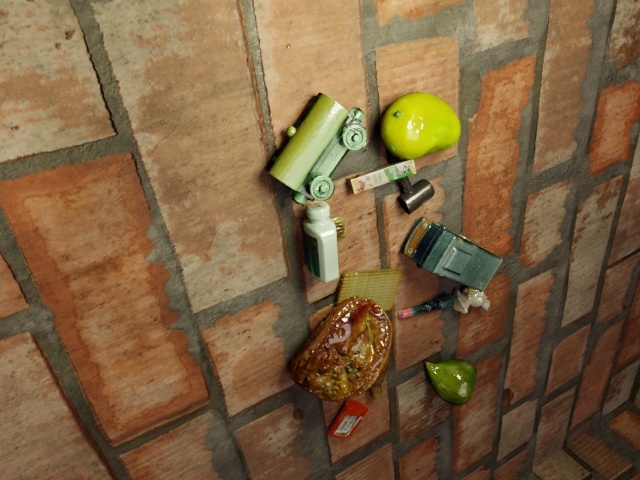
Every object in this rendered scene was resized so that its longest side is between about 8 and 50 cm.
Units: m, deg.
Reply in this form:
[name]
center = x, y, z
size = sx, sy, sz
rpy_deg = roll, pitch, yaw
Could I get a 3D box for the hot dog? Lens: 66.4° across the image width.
[hot dog]
center = 0.073, 0.364, 1.605
size = 0.267, 0.174, 0.387
rpy_deg = 35, 101, -20

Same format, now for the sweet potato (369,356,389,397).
[sweet potato]
center = 0.206, 0.446, 1.812
size = 0.109, 0.109, 0.385
rpy_deg = -28, 131, -17

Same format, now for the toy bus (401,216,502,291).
[toy bus]
center = 0.458, 0.052, 1.697
size = 0.323, 0.194, 0.161
rpy_deg = 20, 104, -38

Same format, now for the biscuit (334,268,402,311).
[biscuit]
center = 0.161, 0.178, 1.685
size = 0.255, 0.029, 0.172
rpy_deg = -2, 116, -32

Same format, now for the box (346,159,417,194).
[box]
center = 0.184, -0.195, 1.463
size = 0.207, 0.041, 0.049
rpy_deg = -19, 114, -5

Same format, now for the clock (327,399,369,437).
[clock]
center = 0.101, 0.695, 1.902
size = 0.113, 0.061, 0.155
rpy_deg = 20, 106, -37

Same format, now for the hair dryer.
[hair dryer]
center = 0.269, -0.210, 1.537
size = 0.114, 0.070, 0.248
rpy_deg = -36, 119, -9

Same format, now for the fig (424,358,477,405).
[fig]
center = 0.528, 0.576, 2.066
size = 0.235, 0.203, 0.203
rpy_deg = 24, 103, 2

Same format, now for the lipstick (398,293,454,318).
[lipstick]
center = 0.399, 0.255, 1.868
size = 0.234, 0.053, 0.053
rpy_deg = -11, 120, -21

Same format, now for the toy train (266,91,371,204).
[toy train]
center = -0.003, -0.242, 1.299
size = 0.189, 0.126, 0.307
rpy_deg = 31, 96, -38

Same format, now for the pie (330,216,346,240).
[pie]
center = 0.047, -0.035, 1.507
size = 0.084, 0.020, 0.084
rpy_deg = -15, 122, -25

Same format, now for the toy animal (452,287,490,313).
[toy animal]
center = 0.614, 0.227, 1.970
size = 0.182, 0.131, 0.127
rpy_deg = -9, 151, -20

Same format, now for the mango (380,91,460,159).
[mango]
center = 0.289, -0.336, 1.418
size = 0.273, 0.149, 0.185
rpy_deg = -21, 109, -31

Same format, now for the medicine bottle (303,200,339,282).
[medicine bottle]
center = 0.000, 0.000, 1.431
size = 0.083, 0.121, 0.228
rpy_deg = -17, 122, -23
